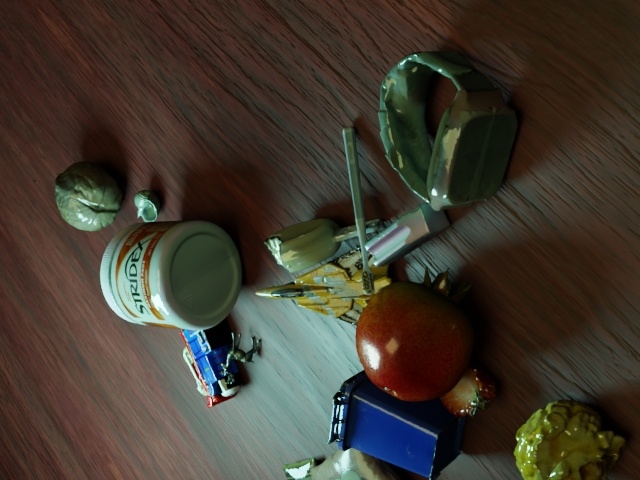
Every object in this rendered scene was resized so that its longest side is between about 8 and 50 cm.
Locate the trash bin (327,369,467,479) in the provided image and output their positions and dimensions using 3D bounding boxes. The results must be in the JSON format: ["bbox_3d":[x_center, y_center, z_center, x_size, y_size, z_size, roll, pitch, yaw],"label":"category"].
[{"bbox_3d":[0.148,0.359,1.686,0.234,0.184,0.162,20,115,32],"label":"trash bin"}]

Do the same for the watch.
[{"bbox_3d":[0.201,-0.203,1.512,0.241,0.162,0.253,33,121,41],"label":"watch"}]

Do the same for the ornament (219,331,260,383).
[{"bbox_3d":[-0.195,0.285,2.048,0.073,0.028,0.125,19,89,2],"label":"ornament"}]

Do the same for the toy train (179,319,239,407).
[{"bbox_3d":[-0.265,0.295,2.116,0.131,0.083,0.204,-33,78,41],"label":"toy train"}]

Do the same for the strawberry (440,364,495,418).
[{"bbox_3d":[0.273,0.280,1.621,0.152,0.048,0.104,31,98,60],"label":"strawberry"}]

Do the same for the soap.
[{"bbox_3d":[0.168,-0.013,1.619,0.149,0.100,0.056,-38,76,41],"label":"soap"}]

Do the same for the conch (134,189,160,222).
[{"bbox_3d":[-0.439,-0.091,2.200,0.076,0.056,0.085,31,142,12],"label":"conch"}]

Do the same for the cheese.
[{"bbox_3d":[0.008,-0.008,1.773,0.249,0.163,0.070,-21,105,6],"label":"cheese"}]

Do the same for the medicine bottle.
[{"bbox_3d":[-0.347,0.079,2.020,0.241,0.252,0.252,-1,100,44],"label":"medicine bottle"}]

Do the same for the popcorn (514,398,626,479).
[{"bbox_3d":[0.417,0.355,1.457,0.170,0.180,0.180,-140,50,-64],"label":"popcorn"}]

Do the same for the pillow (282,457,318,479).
[{"bbox_3d":[-0.013,0.606,1.990,0.113,0.038,0.203,-25,84,41],"label":"pillow"}]

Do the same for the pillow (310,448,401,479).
[{"bbox_3d":[0.090,0.533,1.839,0.223,0.084,0.236,52,132,13],"label":"pillow"}]

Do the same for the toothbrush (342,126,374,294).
[{"bbox_3d":[0.074,-0.062,1.680,0.025,0.030,0.342,-9,74,11],"label":"toothbrush"}]

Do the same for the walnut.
[{"bbox_3d":[-0.627,-0.122,2.298,0.230,0.178,0.178,40,126,43],"label":"walnut"}]

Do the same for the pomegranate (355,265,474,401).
[{"bbox_3d":[0.183,0.167,1.584,0.221,0.221,0.256,34,86,33],"label":"pomegranate"}]

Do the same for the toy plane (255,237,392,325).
[{"bbox_3d":[0.011,0.102,1.783,0.316,0.103,0.204,-3,97,35],"label":"toy plane"}]
